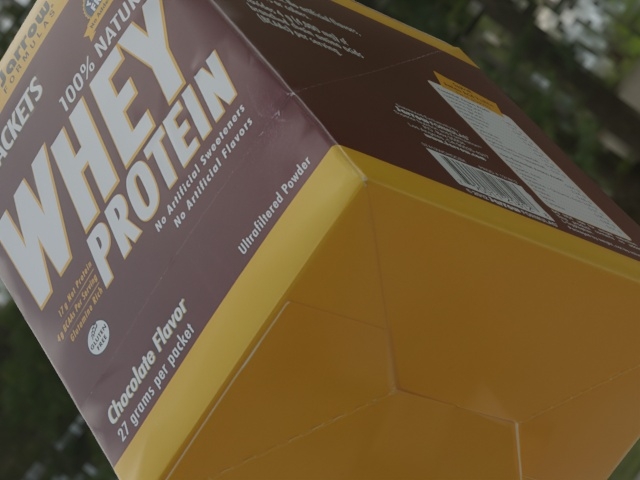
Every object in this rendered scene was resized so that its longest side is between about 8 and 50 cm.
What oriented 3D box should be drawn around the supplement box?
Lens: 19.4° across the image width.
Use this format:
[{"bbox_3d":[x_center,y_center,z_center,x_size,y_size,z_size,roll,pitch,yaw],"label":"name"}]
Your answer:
[{"bbox_3d":[0.000,0.000,0.674,0.191,0.194,0.129,18,-67,-42],"label":"supplement box"}]
